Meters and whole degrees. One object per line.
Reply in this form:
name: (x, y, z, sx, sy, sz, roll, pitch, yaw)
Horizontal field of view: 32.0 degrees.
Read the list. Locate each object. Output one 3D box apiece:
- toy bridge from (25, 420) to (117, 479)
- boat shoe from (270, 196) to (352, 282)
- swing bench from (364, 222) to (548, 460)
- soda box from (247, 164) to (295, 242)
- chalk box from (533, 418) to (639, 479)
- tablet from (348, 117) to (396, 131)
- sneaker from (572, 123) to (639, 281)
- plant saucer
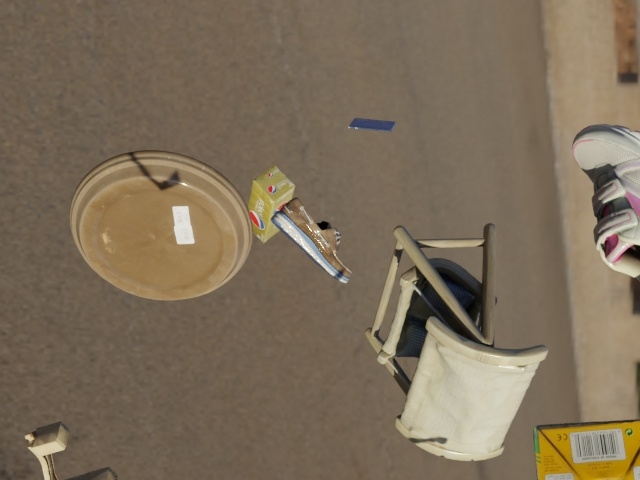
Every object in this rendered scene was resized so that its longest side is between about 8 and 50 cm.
toy bridge: (-0.229, 0.241, 1.088, 0.188, 0.063, 0.026, 56, 25, -37)
boat shoe: (0.000, 0.000, 1.886, 0.066, 0.066, 0.183, -49, 120, -5)
swing bench: (0.187, 0.151, 1.615, 0.253, 0.165, 0.255, 101, -18, -46)
soda box: (-0.100, -0.070, 2.165, 0.058, 0.061, 0.181, -38, 165, -24)
chalk box: (0.410, 0.398, 1.632, 0.289, 0.180, 0.179, 68, 20, -57)
tablet: (0.098, -0.219, 2.118, 0.054, 0.083, 0.006, -59, 153, -60)
sneaker: (0.366, -0.030, 1.299, 0.252, 0.111, 0.103, 56, -19, 25)
plant saucer: (-0.240, -0.011, 1.668, 0.041, 0.277, 0.278, -87, 167, -53)
